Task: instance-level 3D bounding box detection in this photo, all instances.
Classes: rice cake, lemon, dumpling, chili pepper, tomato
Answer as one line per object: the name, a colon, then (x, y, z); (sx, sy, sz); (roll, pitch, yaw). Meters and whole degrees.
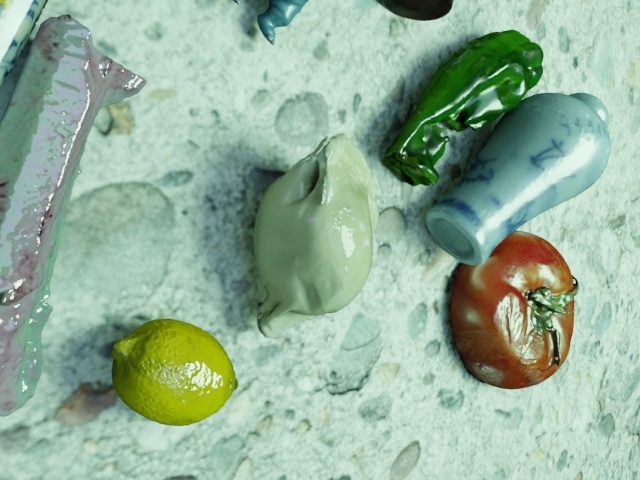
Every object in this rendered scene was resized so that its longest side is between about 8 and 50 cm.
rice cake: (-0.204, -0.010, 0.349); (0.081, 0.051, 0.290); (21, 85, -34)
lemon: (-0.122, 0.106, 0.403); (0.111, 0.082, 0.082); (34, 77, -32)
dumpling: (0.000, 0.000, 0.460); (0.136, 0.118, 0.199); (-9, 126, -63)
chili pepper: (0.167, -0.162, 0.569); (0.253, 0.083, 0.099); (-44, 127, -18)
tomato: (0.277, 0.098, 0.667); (0.228, 0.101, 0.227); (-3, 96, -32)

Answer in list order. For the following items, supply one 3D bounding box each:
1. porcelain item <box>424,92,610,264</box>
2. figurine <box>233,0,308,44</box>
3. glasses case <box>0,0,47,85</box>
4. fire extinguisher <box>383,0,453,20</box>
porcelain item: (0.246, -0.083, 0.602); (0.259, 0.141, 0.141); (-40, 117, -14)
figurine: (0.010, -0.243, 0.412); (0.178, 0.144, 0.114); (-43, 145, 7)
glasses case: (-0.215, -0.181, 0.310); (0.087, 0.065, 0.247); (26, 82, -32)
fire extinguisher: (0.133, -0.366, 0.499); (0.075, 0.106, 0.252); (14, 89, -15)
